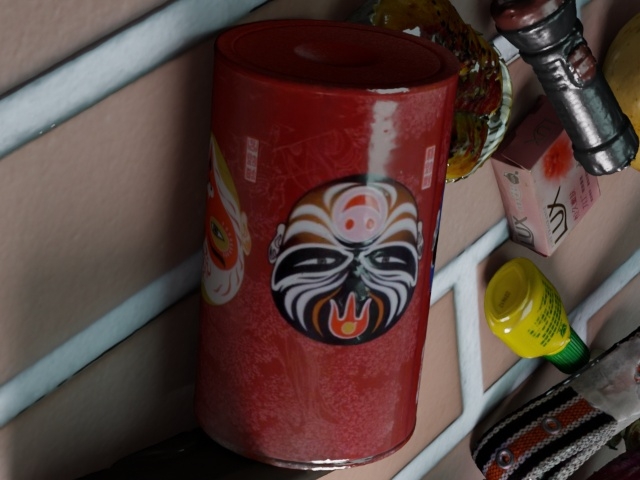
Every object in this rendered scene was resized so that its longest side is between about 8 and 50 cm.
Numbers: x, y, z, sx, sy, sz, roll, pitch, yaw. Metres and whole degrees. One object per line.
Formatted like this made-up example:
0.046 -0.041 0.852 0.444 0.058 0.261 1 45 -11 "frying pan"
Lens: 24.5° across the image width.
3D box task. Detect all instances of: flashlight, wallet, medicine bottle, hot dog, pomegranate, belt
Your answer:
0.260 -0.169 1.522 0.093 0.093 0.232 -47 119 -25 "flashlight"
-0.095 0.198 1.264 0.309 0.165 0.042 -19 109 -45 "wallet"
0.263 0.103 1.738 0.260 0.064 0.095 39 65 -56 "medicine bottle"
0.103 -0.143 1.398 0.270 0.082 0.163 21 93 -55 "hot dog"
0.423 -0.174 1.669 0.215 0.215 0.215 -27 128 -41 "pomegranate"
0.344 0.193 1.791 0.359 0.094 0.126 -32 156 -17 "belt"

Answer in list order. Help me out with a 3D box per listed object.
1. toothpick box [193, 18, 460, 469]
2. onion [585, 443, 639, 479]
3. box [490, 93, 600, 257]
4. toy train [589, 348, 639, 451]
0.000 0.000 1.244 0.204 0.204 0.333 -19 124 -45 "toothpick box"
0.362 0.390 1.854 0.267 0.159 0.348 -54 154 19 "onion"
0.251 -0.071 1.639 0.111 0.060 0.156 -48 139 -22 "box"
0.403 0.218 1.966 0.194 0.080 0.125 19 89 -52 "toy train"
